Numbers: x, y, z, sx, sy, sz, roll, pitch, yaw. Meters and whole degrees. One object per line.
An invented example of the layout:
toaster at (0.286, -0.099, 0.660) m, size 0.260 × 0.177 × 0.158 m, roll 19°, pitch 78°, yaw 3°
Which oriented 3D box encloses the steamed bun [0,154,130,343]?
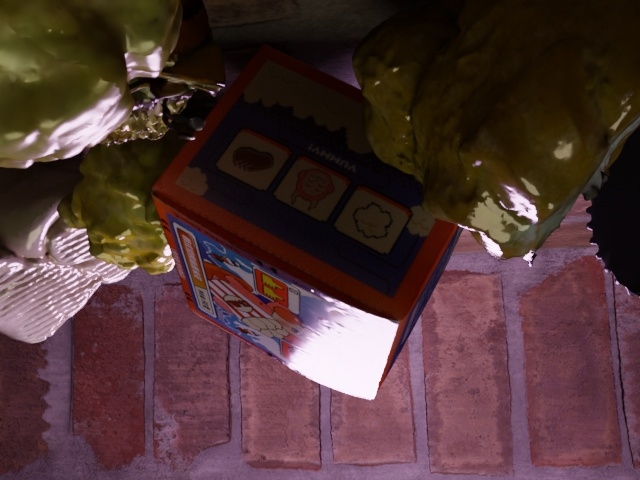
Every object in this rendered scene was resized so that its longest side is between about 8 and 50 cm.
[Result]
steamed bun at (-0.508, -0.014, 1.307) m, size 0.342 × 0.255 × 0.368 m, roll -33°, pitch 154°, yaw -20°

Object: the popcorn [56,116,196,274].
popcorn at (-0.253, -0.074, 1.119) m, size 0.250 × 0.235 × 0.241 m, roll -34°, pitch 150°, yaw 33°

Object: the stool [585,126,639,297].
stool at (0.605, -0.039, 1.098) m, size 0.297 × 0.297 × 0.330 m, roll -10°, pitch 171°, yaw 42°

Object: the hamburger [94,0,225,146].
hamburger at (-0.201, -0.163, 0.620) m, size 0.243 × 0.262 × 0.139 m, roll 1°, pitch 130°, yaw -23°

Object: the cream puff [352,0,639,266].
cream puff at (0.179, -0.164, 0.692) m, size 0.323 × 0.269 × 0.274 m, roll -41°, pitch 162°, yaw -42°

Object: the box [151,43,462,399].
box at (0.000, 0.000, 0.959) m, size 0.318 × 0.257 × 0.349 m, roll 27°, pitch 157°, yaw 10°

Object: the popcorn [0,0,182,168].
popcorn at (-0.183, -0.181, 0.401) m, size 0.224 × 0.258 × 0.270 m, roll -4°, pitch 134°, yaw -14°
